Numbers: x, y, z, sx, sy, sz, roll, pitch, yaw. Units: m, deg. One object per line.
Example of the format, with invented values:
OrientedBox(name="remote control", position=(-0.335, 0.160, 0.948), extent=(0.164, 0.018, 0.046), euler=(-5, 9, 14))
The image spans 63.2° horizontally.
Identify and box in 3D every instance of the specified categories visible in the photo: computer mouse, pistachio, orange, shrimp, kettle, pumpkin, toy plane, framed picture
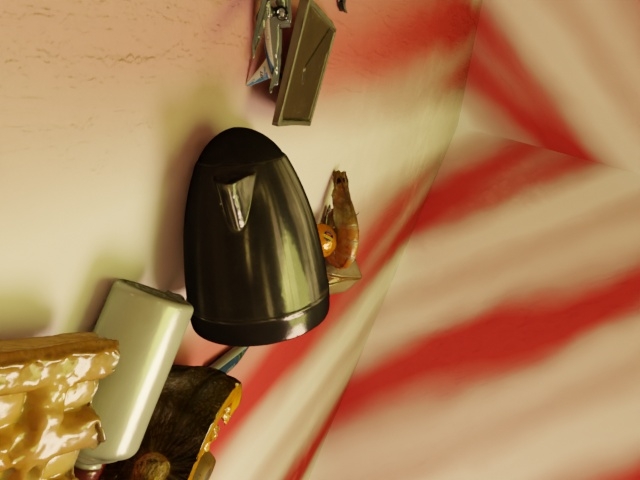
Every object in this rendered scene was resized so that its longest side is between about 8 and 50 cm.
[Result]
OrientedBox(name="computer mouse", position=(-0.253, 0.470, 1.037), extent=(0.102, 0.044, 0.199), euler=(-57, 159, -32))
OrientedBox(name="pistachio", position=(0.041, 0.089, 1.411), extent=(0.185, 0.124, 0.125), euler=(-24, 132, -65))
OrientedBox(name="orange", position=(0.000, 0.000, 1.251), extent=(0.083, 0.083, 0.084), euler=(20, 90, -74))
OrientedBox(name="shrimp", position=(0.047, -0.051, 1.302), extent=(0.067, 0.150, 0.249), euler=(3, 92, -36))
OrientedBox(name="kettle", position=(-0.086, -0.026, 0.737), extent=(0.250, 0.207, 0.272), euler=(-30, 121, -49))
OrientedBox(name="pumpkin", position=(-0.223, 0.282, 0.775), extent=(0.126, 0.130, 0.248), euler=(105, 10, -45))
OrientedBox(name="toy plane", position=(-0.066, -0.316, 0.705), extent=(0.226, 0.058, 0.226), euler=(-75, 175, -57))
OrientedBox(name="framed picture", position=(-0.020, -0.283, 0.870), extent=(0.260, 0.023, 0.189), euler=(-55, 161, -74))

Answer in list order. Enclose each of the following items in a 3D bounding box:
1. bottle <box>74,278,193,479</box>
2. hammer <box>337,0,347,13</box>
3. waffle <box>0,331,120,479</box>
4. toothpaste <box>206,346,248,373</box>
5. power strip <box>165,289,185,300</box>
OrientedBox(name="bottle", position=(-0.243, 0.176, 0.621), extent=(0.104, 0.104, 0.245), euler=(39, 71, -73))
OrientedBox(name="hammer", position=(0.073, -0.494, 1.025), extent=(0.182, 0.017, 0.062), euler=(-53, 157, -48))
OrientedBox(name="waffle", position=(-0.327, 0.238, 0.423), extent=(0.304, 0.077, 0.349), euler=(15, 95, -66))
OrientedBox(name="toothpaste", position=(-0.181, 0.237, 1.020), extent=(0.057, 0.034, 0.197), euler=(-59, 169, 18))
OrientedBox(name="power strip", position=(-0.227, 0.108, 0.739), extent=(0.083, 0.035, 0.055), euler=(-55, 162, -5))
